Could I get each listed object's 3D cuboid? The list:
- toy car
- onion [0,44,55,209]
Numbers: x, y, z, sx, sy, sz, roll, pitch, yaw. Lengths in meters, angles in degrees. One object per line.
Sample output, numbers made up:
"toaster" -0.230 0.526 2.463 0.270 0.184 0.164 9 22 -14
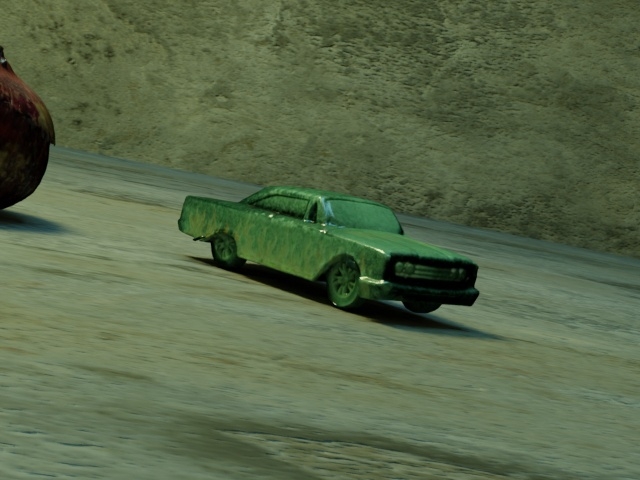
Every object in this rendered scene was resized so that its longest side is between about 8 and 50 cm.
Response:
"toy car" 0.000 0.000 1.271 0.141 0.097 0.321 7 6 -41
"onion" -0.390 -0.129 1.338 0.246 0.190 0.246 29 1 -1
